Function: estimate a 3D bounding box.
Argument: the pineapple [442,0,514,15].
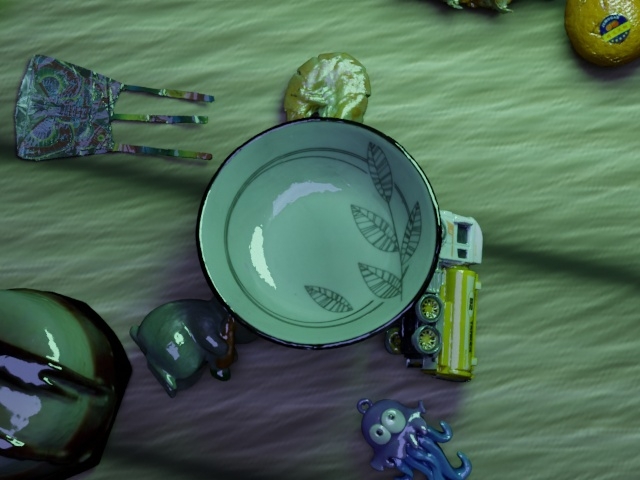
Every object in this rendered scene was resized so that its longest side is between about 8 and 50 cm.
[{"bbox_3d":[0.288,-0.463,1.516,0.286,0.209,0.344,28,80,4],"label":"pineapple"}]

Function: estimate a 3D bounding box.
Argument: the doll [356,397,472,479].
[{"bbox_3d":[0.128,0.277,1.468,0.206,0.067,0.110,39,91,-5],"label":"doll"}]

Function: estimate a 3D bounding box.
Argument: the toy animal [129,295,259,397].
[{"bbox_3d":[-0.132,0.103,1.470,0.236,0.108,0.138,-41,83,-7],"label":"toy animal"}]

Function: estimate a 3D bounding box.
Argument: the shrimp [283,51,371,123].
[{"bbox_3d":[-0.002,-0.161,1.545,0.115,0.051,0.217,17,82,9],"label":"shrimp"}]

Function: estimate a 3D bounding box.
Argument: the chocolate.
[{"bbox_3d":[-0.398,0.186,1.414,0.283,0.186,0.283,0,81,-1],"label":"chocolate"}]

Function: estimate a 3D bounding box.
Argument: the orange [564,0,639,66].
[{"bbox_3d":[0.406,-0.312,1.539,0.135,0.117,0.135,8,124,13],"label":"orange"}]

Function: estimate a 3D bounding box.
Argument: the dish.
[{"bbox_3d":[0.000,0.000,1.437,0.316,0.106,0.316,-2,70,5],"label":"dish"}]

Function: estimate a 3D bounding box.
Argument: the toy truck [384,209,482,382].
[{"bbox_3d":[0.157,0.073,1.480,0.114,0.098,0.227,7,82,-25],"label":"toy truck"}]

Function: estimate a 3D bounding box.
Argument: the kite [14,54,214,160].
[{"bbox_3d":[-0.286,-0.172,1.562,0.285,0.015,0.152,7,83,3],"label":"kite"}]
